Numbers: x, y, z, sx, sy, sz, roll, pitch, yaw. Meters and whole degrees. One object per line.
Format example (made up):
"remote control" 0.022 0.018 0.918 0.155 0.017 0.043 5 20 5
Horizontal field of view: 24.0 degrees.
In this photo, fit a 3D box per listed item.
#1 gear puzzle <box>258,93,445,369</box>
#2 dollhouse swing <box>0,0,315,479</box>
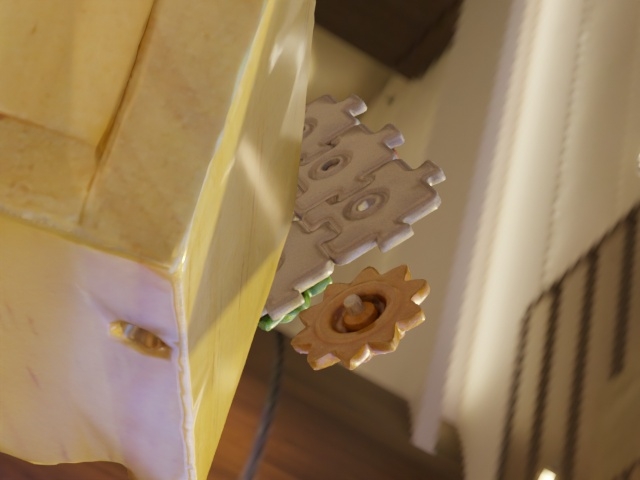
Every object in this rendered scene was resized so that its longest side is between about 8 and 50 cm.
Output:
"gear puzzle" 0.000 0.000 0.997 0.175 0.044 0.339 -32 -153 -4
"dollhouse swing" -0.156 -0.138 0.521 0.315 0.347 0.305 97 11 -65
